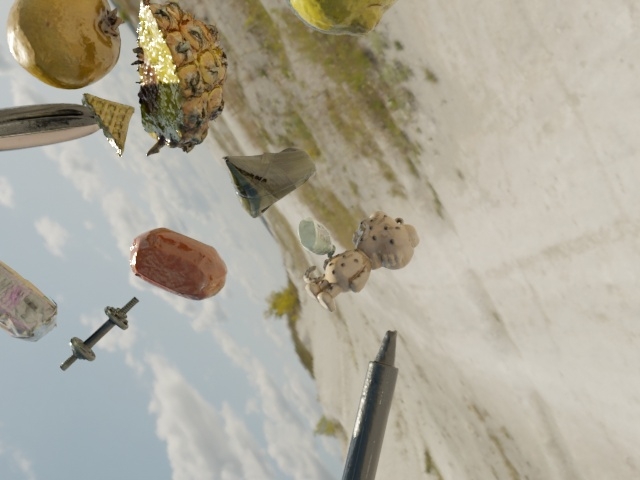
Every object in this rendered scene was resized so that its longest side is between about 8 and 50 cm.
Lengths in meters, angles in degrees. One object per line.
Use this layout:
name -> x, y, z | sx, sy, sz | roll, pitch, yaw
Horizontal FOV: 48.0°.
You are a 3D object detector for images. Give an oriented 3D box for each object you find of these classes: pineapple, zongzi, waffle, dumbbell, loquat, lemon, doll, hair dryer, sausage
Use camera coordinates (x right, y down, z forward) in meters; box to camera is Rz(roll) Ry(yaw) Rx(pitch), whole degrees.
pineapple -> -0.211, -0.254, 1.216 | 0.161, 0.158, 0.334 | 44, 142, 19
zongzi -> -0.127, -0.192, 1.788 | 0.112, 0.221, 0.242 | 49, 167, 30
waffle -> -0.389, -0.207, 1.285 | 0.098, 0.023, 0.152 | 13, -141, -17
dumbbell -> -0.558, 0.235, 1.815 | 0.081, 0.254, 0.081 | 45, 174, 6
loquat -> -0.473, -0.386, 1.343 | 0.208, 0.208, 0.208 | 55, 177, 4
lemon -> 0.029, -0.597, 1.531 | 0.316, 0.285, 0.285 | 40, -179, -15
doll -> 0.089, 0.043, 1.619 | 0.154, 0.278, 0.119 | 46, 168, 45
hair dryer -> 0.034, 0.208, 0.693 | 0.070, 0.255, 0.128 | 7, 170, 26
sausage -> -0.369, 0.063, 1.880 | 0.268, 0.153, 0.141 | 21, -161, 6

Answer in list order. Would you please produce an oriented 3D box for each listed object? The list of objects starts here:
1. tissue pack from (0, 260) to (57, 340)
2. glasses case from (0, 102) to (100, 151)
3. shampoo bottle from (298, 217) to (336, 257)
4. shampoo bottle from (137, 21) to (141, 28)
tissue pack -> -0.761, 0.160, 1.780 | 0.215, 0.123, 0.257 | 41, 154, -7
glasses case -> -0.576, -0.218, 1.385 | 0.122, 0.314, 0.075 | 21, 119, 44
shampoo bottle -> 0.000, 0.000, 1.612 | 0.152, 0.045, 0.077 | 30, -134, -62
shampoo bottle -> -0.339, -0.431, 1.756 | 0.061, 0.104, 0.258 | -103, -9, -52
